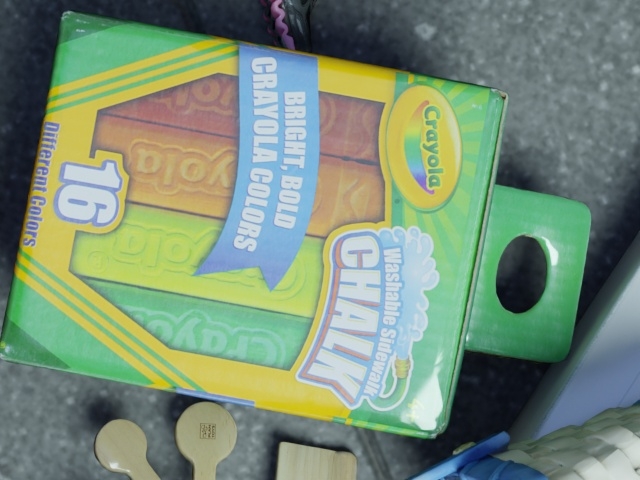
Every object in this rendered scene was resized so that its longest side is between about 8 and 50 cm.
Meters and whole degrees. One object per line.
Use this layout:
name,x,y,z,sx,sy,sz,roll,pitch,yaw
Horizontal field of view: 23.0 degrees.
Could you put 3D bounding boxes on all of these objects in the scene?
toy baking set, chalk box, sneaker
toy baking set,-0.074,0.209,0.875,0.196,0.030,0.256,33,67,-5
chalk box,0.000,0.000,0.842,0.288,0.179,0.180,9,89,1
sneaker,-0.009,-0.164,0.919,0.057,0.047,0.119,-7,89,-11

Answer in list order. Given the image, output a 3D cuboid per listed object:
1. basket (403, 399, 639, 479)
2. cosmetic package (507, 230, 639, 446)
basket,0.110,0.204,0.731,0.289,0.201,0.255,-31,88,-10
cosmetic package,0.220,0.194,0.875,0.284,0.097,0.377,34,89,0
